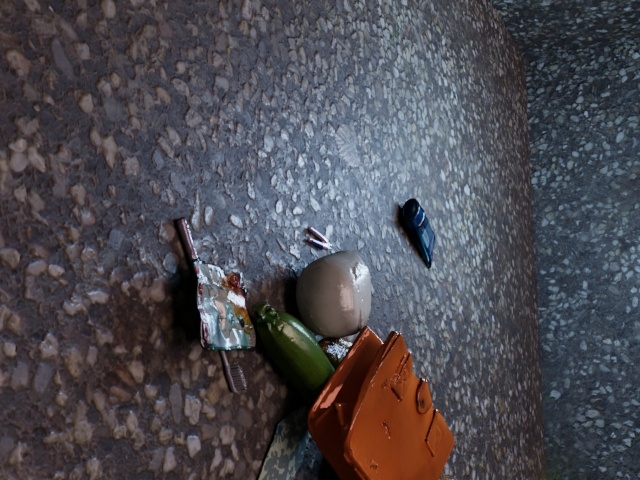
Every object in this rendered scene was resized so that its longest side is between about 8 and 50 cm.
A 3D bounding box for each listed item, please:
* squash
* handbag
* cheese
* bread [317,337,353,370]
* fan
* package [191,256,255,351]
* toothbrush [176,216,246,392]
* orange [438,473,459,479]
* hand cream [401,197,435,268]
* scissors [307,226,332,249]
[{"bbox_3d":[-0.039,0.253,1.516,0.379,0.101,0.101,57,38,-36],"label":"squash"},{"bbox_3d":[0.152,0.426,1.596,0.303,0.116,0.410,-53,130,-33],"label":"handbag"},{"bbox_3d":[0.027,0.124,1.603,0.189,0.154,0.198,-6,93,-72],"label":"cheese"},{"bbox_3d":[0.049,0.284,1.688,0.233,0.076,0.105,23,52,-49],"label":"bread"},{"bbox_3d":[-0.071,0.438,1.508,0.240,0.009,0.131,-50,126,-53],"label":"fan"},{"bbox_3d":[-0.169,0.124,1.324,0.232,0.040,0.166,35,43,-69],"label":"package"},{"bbox_3d":[-0.200,0.124,1.332,0.024,0.029,0.354,-59,135,-70],"label":"toothbrush"},{"bbox_3d":[0.309,0.741,1.915,0.182,0.234,0.235,-161,-122,-74],"label":"orange"},{"bbox_3d":[0.323,-0.025,2.269,0.270,0.061,0.120,52,43,-50],"label":"hand cream"},{"bbox_3d":[0.000,0.000,1.729,0.113,0.012,0.039,30,59,-55],"label":"scissors"}]
